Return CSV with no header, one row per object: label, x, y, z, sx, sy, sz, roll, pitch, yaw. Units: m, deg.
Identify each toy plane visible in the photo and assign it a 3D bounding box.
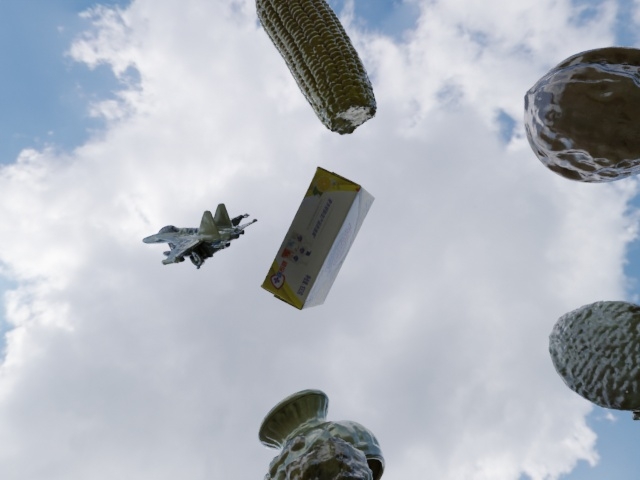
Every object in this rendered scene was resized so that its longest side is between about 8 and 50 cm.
toy plane,-0.233,0.002,0.841,0.261,0.192,0.088,-14,-73,38

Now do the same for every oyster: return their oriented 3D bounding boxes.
oyster,0.049,0.436,0.746,0.161,0.107,0.233,-25,-112,-19

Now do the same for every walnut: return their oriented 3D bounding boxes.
walnut,0.508,-0.227,0.860,0.273,0.273,0.227,-7,-38,-3

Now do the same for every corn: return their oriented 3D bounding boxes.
corn,-0.008,-0.342,0.851,0.131,0.131,0.345,-27,-108,2

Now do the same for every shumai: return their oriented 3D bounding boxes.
shumai,0.807,0.300,1.217,0.288,0.330,0.292,5,-88,-27

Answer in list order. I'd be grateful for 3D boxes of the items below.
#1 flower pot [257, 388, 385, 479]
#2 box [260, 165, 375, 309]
flower pot,-0.019,0.532,1.164,0.307,0.244,0.308,-19,-49,-24
box,0.000,0.000,0.946,0.097,0.168,0.265,27,-88,15
